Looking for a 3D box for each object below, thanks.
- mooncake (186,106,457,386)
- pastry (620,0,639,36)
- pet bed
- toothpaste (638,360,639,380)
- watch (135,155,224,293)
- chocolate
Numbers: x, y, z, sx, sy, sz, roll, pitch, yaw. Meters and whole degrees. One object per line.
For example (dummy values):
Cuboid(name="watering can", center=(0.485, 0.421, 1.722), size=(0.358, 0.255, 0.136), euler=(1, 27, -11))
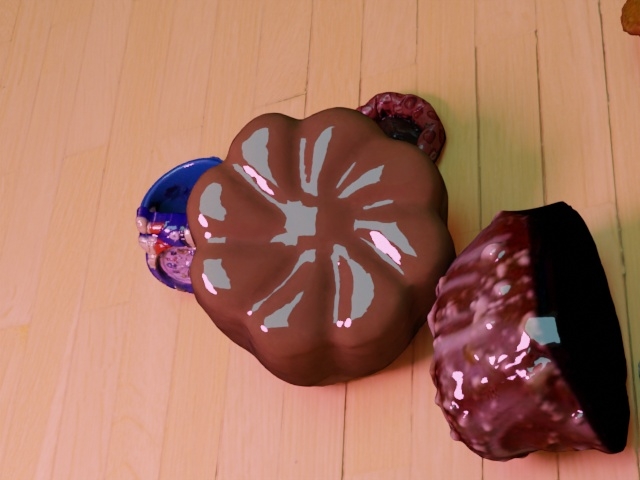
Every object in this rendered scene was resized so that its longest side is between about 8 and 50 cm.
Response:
Cuboid(name="mooncake", center=(0.000, 0.000, 1.815), size=(0.378, 0.201, 0.378), euler=(-2, 76, 7))
Cuboid(name="pastry", center=(0.507, -0.329, 1.838), size=(0.189, 0.103, 0.189), euler=(-45, 18, 19))
Cuboid(name="pet bed", center=(0.096, -0.142, 2.040), size=(0.201, 0.053, 0.201), euler=(-16, 48, 18))
Cuboid(name="toothpaste", center=(0.411, 0.227, 1.597), size=(0.062, 0.037, 0.216), euler=(-13, 48, 26))
Cuboid(name="watch", center=(-0.184, -0.035, 2.080), size=(0.196, 0.171, 0.200), euler=(-6, 44, 12))
Cuboid(name="chocolate", center=(0.241, 0.124, 1.655), size=(0.210, 0.225, 0.340), euler=(-23, 46, 27))
